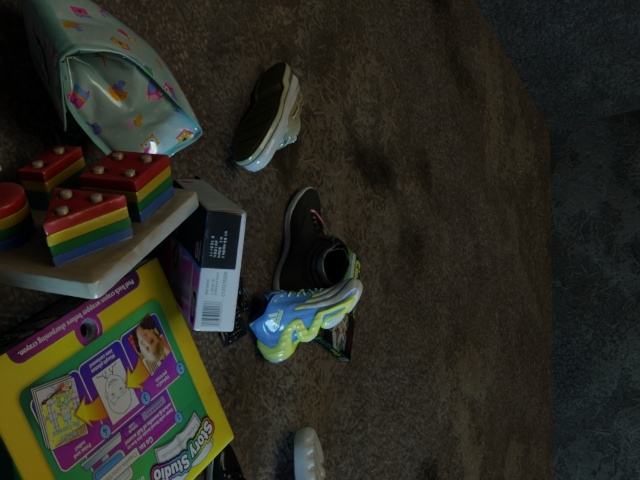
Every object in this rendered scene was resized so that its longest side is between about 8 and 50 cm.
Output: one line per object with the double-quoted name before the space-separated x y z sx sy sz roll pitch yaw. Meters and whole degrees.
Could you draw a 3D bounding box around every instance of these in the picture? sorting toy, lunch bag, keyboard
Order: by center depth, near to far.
"sorting toy" -0.338 -0.042 1.183 0.255 0.257 0.089 -52 143 -53
"lunch bag" -0.325 -0.246 1.315 0.262 0.160 0.223 43 10 -50
"keyboard" -0.170 0.092 1.668 0.100 0.038 0.192 -34 111 -58

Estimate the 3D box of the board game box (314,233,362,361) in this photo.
"board game box" 0.041 0.130 2.028 0.136 0.030 0.259 42 46 -44

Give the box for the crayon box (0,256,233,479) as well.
"crayon box" -0.304 0.238 1.223 0.363 0.106 0.313 -39 112 -55

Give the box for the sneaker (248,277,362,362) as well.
"sneaker" -0.036 0.127 1.738 0.126 0.240 0.091 53 -8 -15

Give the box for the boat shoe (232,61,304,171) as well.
"boat shoe" -0.091 -0.241 1.836 0.103 0.113 0.302 50 40 -33

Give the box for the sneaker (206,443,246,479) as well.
"sneaker" -0.123 0.454 1.546 0.079 0.121 0.216 2 79 -61

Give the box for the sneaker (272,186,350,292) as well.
"sneaker" 0.000 0.000 1.881 0.104 0.147 0.295 47 41 -40

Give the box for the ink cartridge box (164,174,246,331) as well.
"ink cartridge box" -0.194 0.006 1.402 0.069 0.371 0.175 4 101 -17

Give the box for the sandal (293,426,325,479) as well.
"sandal" -0.045 0.554 1.686 0.416 0.102 0.169 -88 165 -45
